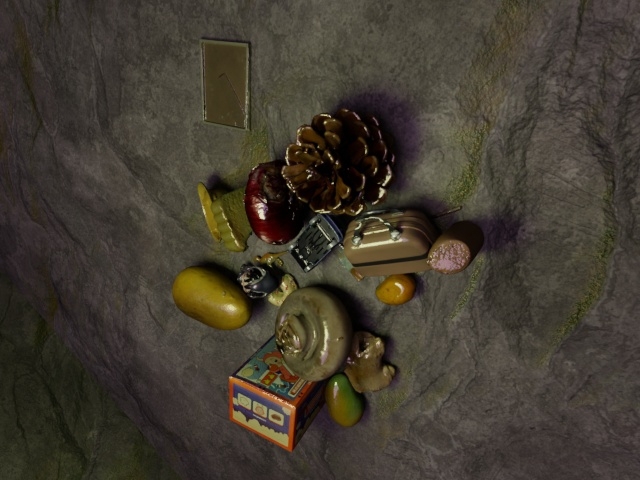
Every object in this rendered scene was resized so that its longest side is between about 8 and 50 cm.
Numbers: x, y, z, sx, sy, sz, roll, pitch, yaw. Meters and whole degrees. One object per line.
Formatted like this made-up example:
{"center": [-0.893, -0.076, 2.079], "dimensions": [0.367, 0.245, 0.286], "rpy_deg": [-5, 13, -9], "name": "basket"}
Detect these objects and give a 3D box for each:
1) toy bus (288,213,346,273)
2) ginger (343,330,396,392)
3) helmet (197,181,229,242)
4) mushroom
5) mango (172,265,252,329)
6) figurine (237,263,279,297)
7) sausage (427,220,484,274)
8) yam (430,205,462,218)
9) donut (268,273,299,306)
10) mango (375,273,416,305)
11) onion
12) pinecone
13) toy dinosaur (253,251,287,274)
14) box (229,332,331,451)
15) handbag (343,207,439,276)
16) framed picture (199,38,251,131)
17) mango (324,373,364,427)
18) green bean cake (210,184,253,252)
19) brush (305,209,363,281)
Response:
{"center": [0.000, 0.000, 1.535], "dimensions": [0.126, 0.133, 0.292], "rpy_deg": [52, 142, 8], "name": "toy bus"}
{"center": [0.196, 0.488, 1.676], "dimensions": [0.221, 0.130, 0.276], "rpy_deg": [21, 118, 8], "name": "ginger"}
{"center": [-0.400, -0.127, 1.742], "dimensions": [0.205, 0.140, 0.257], "rpy_deg": [-7, 98, 64], "name": "helmet"}
{"center": [-0.053, 0.359, 1.631], "dimensions": [0.362, 0.294, 0.363], "rpy_deg": [-4, 85, 47], "name": "mushroom"}
{"center": [-0.470, 0.256, 1.866], "dimensions": [0.444, 0.220, 0.302], "rpy_deg": [7, 129, 36], "name": "mango"}
{"center": [-0.261, 0.176, 1.768], "dimensions": [0.222, 0.145, 0.146], "rpy_deg": [12, 121, 62], "name": "figurine"}
{"center": [0.416, 0.022, 1.283], "dimensions": [0.123, 0.252, 0.123], "rpy_deg": [9, 110, 28], "name": "sausage"}
{"center": [0.411, -0.090, 1.380], "dimensions": [0.107, 0.014, 0.014], "rpy_deg": [-20, 99, 33], "name": "yam"}
{"center": [-0.155, 0.229, 1.795], "dimensions": [0.108, 0.065, 0.166], "rpy_deg": [45, 125, 5], "name": "donut"}
{"center": [0.274, 0.183, 1.525], "dimensions": [0.115, 0.089, 0.165], "rpy_deg": [45, 127, 7], "name": "mango"}
{"center": [-0.170, -0.129, 1.502], "dimensions": [0.232, 0.314, 0.314], "rpy_deg": [-7, 107, 16], "name": "onion"}
{"center": [0.038, -0.228, 1.321], "dimensions": [0.384, 0.384, 0.385], "rpy_deg": [11, 115, 25], "name": "pinecone"}
{"center": [-0.213, 0.068, 1.779], "dimensions": [0.126, 0.039, 0.162], "rpy_deg": [37, 122, 12], "name": "toy dinosaur"}
{"center": [-0.161, 0.619, 1.790], "dimensions": [0.318, 0.348, 0.257], "rpy_deg": [16, 117, 24], "name": "box"}
{"center": [0.216, -0.004, 1.382], "dimensions": [0.301, 0.149, 0.283], "rpy_deg": [-7, 141, 32], "name": "handbag"}
{"center": [-0.362, -0.587, 1.599], "dimensions": [0.231, 0.024, 0.315], "rpy_deg": [17, 116, 23], "name": "framed picture"}
{"center": [0.097, 0.684, 1.800], "dimensions": [0.156, 0.114, 0.251], "rpy_deg": [-16, 112, 15], "name": "mango"}
{"center": [-0.284, -0.088, 1.632], "dimensions": [0.124, 0.236, 0.233], "rpy_deg": [-12, 103, 54], "name": "green bean cake"}
{"center": [0.057, 0.015, 1.616], "dimensions": [0.336, 0.020, 0.085], "rpy_deg": [48, 125, 4], "name": "brush"}
